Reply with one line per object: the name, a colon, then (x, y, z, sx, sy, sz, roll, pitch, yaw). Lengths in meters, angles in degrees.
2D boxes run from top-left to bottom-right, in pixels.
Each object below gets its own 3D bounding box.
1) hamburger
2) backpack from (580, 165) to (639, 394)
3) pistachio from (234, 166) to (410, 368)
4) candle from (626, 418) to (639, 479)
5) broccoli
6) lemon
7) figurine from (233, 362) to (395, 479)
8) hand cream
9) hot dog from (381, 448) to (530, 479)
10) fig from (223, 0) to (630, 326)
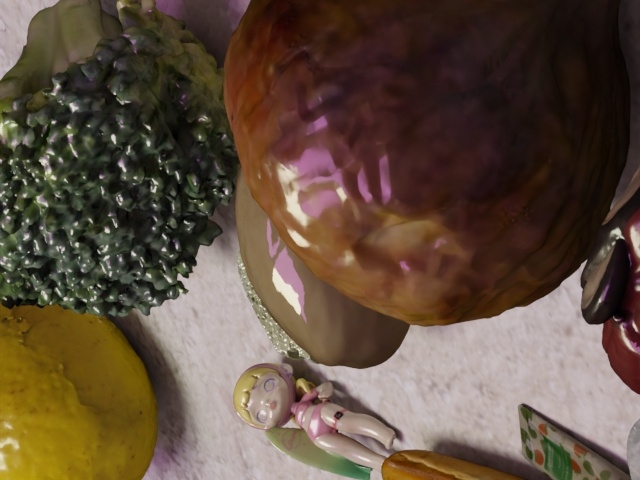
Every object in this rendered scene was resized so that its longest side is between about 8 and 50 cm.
hamburger: (-0.017, 0.055, 1.636, 0.054, 0.084, 0.121, -30, 73, 23)
backpack: (0.248, 0.007, 1.107, 0.139, 0.229, 0.229, 33, 141, 21)
pistachio: (0.000, 0.000, 1.536, 0.136, 0.136, 0.226, -14, 96, 58)
candle: (0.298, 0.198, 1.313, 0.192, 0.068, 0.168, 38, 144, 38)
broccoli: (-0.228, -0.099, 1.660, 0.281, 0.293, 0.348, -96, 23, -44)
lemon: (-0.310, 0.178, 2.001, 0.310, 0.253, 0.253, 45, 146, 28)
figurine: (-0.007, 0.165, 1.737, 0.187, 0.083, 0.083, 19, 131, 31)
hand cream: (0.210, 0.186, 1.471, 0.165, 0.037, 0.057, 33, 139, 47)
hot dog: (0.145, 0.235, 1.561, 0.249, 0.068, 0.100, 14, 118, 48)
fig: (0.127, -0.112, 1.207, 0.369, 0.286, 0.286, -31, 88, 28)
